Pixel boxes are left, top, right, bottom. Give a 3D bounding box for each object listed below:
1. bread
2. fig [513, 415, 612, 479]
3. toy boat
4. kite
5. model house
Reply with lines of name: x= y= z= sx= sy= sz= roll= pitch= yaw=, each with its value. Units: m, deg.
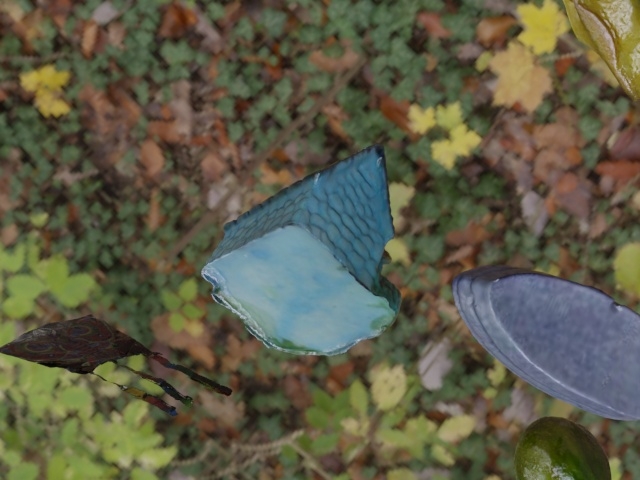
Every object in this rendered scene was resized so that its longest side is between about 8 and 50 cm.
bread: x=0.331 y=-0.283 z=1.354 sx=0.088 sy=0.161 sz=0.233 roll=-17 pitch=116 yaw=33
fig: x=0.323 y=0.299 z=1.516 sx=0.156 sy=0.123 sz=0.123 roll=23 pitch=150 yaw=56
toy boat: x=0.275 y=0.110 z=1.346 sx=0.283 sy=0.127 sz=0.078 roll=30 pitch=173 yaw=-17
kite: x=-0.240 y=0.143 z=1.396 sx=0.285 sy=0.152 sz=0.015 roll=19 pitch=115 yaw=32
model house: x=0.000 y=0.000 z=1.690 sx=0.226 sy=0.241 sz=0.261 roll=40 pitch=140 yaw=-22
